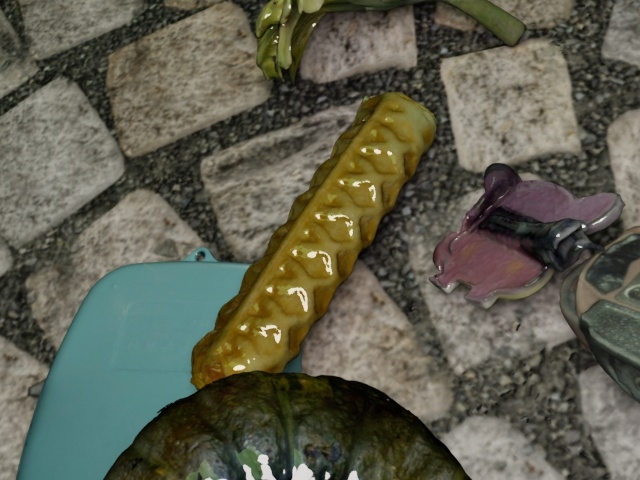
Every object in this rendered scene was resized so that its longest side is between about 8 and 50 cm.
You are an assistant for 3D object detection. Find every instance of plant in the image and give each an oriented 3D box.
[{"bbox_3d":[0.039,-0.288,1.067,0.297,0.261,0.306,25,82,29],"label":"plant"}]

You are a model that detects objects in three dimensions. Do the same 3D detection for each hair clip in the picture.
[{"bbox_3d":[0.171,-0.002,0.944,0.146,0.056,0.187,-46,21,-13],"label":"hair clip"}]

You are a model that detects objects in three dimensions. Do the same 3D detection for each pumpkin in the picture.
[{"bbox_3d":[-0.030,0.246,0.784,0.320,0.192,0.320,1,72,-4],"label":"pumpkin"}]

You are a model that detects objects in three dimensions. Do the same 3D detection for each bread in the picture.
[{"bbox_3d":[0.000,0.000,0.991,0.084,0.077,0.367,25,60,16],"label":"bread"}]

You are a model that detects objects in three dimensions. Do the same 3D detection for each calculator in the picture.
[{"bbox_3d":[-0.147,0.171,0.984,0.256,0.054,0.386,0,57,18],"label":"calculator"}]

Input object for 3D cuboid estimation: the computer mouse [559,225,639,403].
[{"bbox_3d":[0.349,0.089,0.799,0.199,0.115,0.389,-40,40,-26],"label":"computer mouse"}]
